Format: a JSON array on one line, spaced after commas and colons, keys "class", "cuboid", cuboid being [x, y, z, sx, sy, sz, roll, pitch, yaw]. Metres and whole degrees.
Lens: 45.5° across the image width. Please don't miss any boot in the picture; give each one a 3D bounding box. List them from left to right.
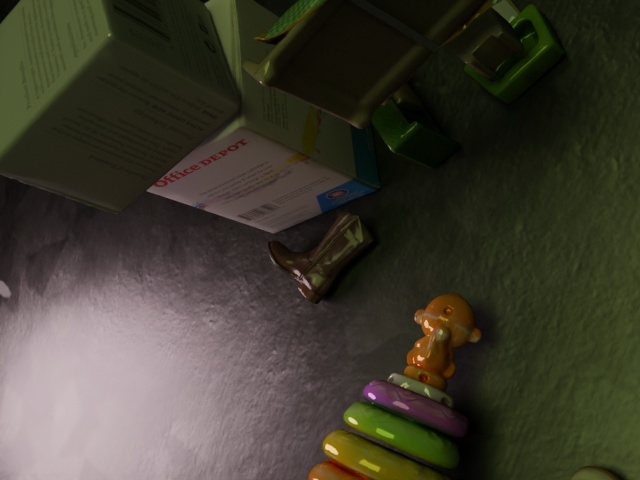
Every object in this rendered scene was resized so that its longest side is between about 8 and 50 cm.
[{"class": "boot", "cuboid": [0.000, 0.000, 0.892, 0.106, 0.037, 0.114, 46, 111, 24]}]

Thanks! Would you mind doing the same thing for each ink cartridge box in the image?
[{"class": "ink cartridge box", "cuboid": [-0.075, -0.133, 0.863, 0.171, 0.233, 0.168, -21, 65, 33]}]

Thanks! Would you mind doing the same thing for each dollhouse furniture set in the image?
[{"class": "dollhouse furniture set", "cuboid": [0.067, -0.215, 0.724, 0.197, 0.302, 0.151, -43, 57, 25]}]

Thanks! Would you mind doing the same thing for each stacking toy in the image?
[{"class": "stacking toy", "cuboid": [0.074, 0.188, 0.720, 0.175, 0.166, 0.301, 18, 78, 26]}]

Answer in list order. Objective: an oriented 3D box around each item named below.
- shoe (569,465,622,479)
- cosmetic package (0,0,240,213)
[{"class": "shoe", "cuboid": [0.227, 0.294, 0.608, 0.077, 0.058, 0.218, -13, 69, 36]}, {"class": "cosmetic package", "cuboid": [-0.204, -0.150, 0.717, 0.184, 0.151, 0.151, -36, 56, 25]}]
